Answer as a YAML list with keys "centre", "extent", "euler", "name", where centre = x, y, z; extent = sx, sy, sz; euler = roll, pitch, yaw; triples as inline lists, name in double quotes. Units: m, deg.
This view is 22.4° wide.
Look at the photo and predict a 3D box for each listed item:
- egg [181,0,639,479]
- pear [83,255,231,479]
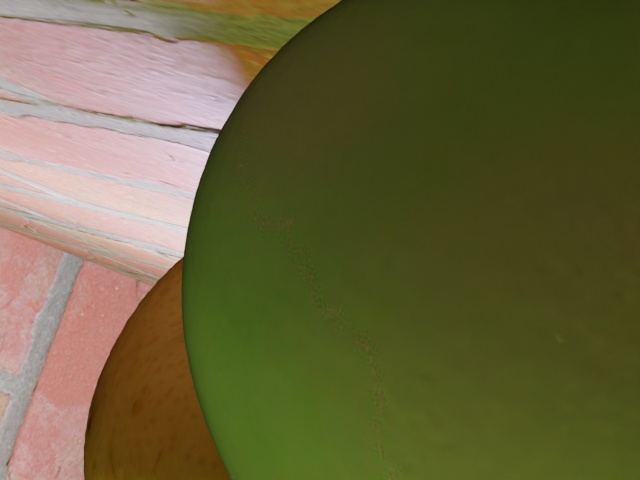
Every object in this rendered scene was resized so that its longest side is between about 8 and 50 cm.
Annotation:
- centre: [0.094, 0.030, 0.424]
  extent: [0.269, 0.220, 0.220]
  euler: [29, 176, 12]
  name: "egg"
- centre: [0.021, 0.146, 1.018]
  extent: [0.348, 0.348, 0.348]
  euler: [19, 174, 2]
  name: "pear"
